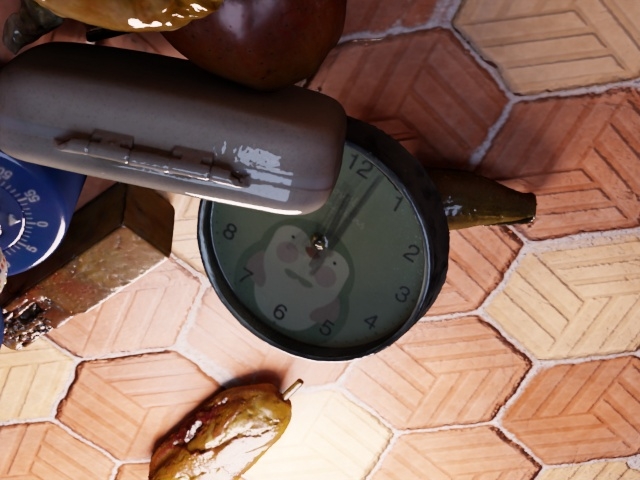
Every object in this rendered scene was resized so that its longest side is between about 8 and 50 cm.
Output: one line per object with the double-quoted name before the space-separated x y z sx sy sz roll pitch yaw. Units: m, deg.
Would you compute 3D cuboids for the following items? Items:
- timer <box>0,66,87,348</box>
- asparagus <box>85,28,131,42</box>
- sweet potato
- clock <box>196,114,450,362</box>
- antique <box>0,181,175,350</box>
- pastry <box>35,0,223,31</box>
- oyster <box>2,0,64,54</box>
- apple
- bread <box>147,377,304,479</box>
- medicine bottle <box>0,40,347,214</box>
"timer" -0.417 0.012 1.827 0.270 0.383 0.270 0 137 0
"asparagus" -0.210 -0.248 1.822 0.127 0.015 0.018 -13 136 13
"sweet potato" 0.136 -0.049 1.996 0.286 0.085 0.112 -7 168 -7
"clock" 0.000 -0.001 1.942 0.319 0.066 0.319 8 114 18
"antique" -0.326 0.039 2.065 0.310 0.093 0.087 -31 128 29
"pastry" -0.172 -0.384 1.425 0.409 0.245 0.409 1 129 1
"oyster" -0.261 -0.366 1.638 0.204 0.111 0.396 -4 132 -1
"apple" -0.075 -0.266 1.662 0.234 0.234 0.234 0 136 0
"bread" -0.137 0.300 2.345 0.124 0.084 0.344 28 129 -27
"medicine bottle" -0.160 -0.130 1.742 0.375 0.282 0.123 11 104 2
